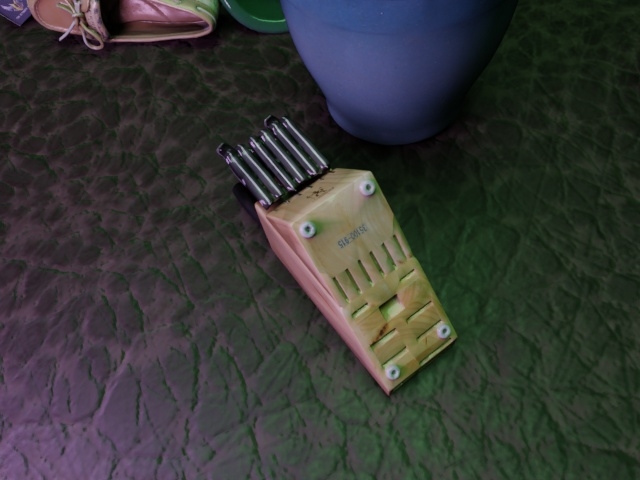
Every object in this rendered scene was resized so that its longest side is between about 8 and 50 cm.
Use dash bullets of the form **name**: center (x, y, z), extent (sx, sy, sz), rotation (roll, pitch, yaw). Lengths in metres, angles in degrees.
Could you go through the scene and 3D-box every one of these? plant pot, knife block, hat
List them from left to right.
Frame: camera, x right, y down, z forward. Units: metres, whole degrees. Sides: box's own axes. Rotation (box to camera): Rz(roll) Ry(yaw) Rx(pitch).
- **hat**: center (-0.052, -0.424, 0.822), extent (0.209, 0.173, 0.183), rotation (-13, 24, 6)
- **knife block**: center (0.000, 0.000, 0.566), extent (0.088, 0.242, 0.275), rotation (-34, 108, -12)
- **plant pot**: center (0.085, -0.256, 0.590), extent (0.272, 0.255, 0.271), rotation (-3, 61, 5)

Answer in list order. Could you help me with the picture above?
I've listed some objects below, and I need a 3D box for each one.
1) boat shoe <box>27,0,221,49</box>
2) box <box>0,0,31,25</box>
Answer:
- **boat shoe**: center (-0.289, -0.339, 0.765), extent (0.285, 0.104, 0.089), rotation (-4, 58, 3)
- **box**: center (-0.423, -0.476, 0.827), extent (0.233, 0.059, 0.183), rotation (-27, 57, 25)
